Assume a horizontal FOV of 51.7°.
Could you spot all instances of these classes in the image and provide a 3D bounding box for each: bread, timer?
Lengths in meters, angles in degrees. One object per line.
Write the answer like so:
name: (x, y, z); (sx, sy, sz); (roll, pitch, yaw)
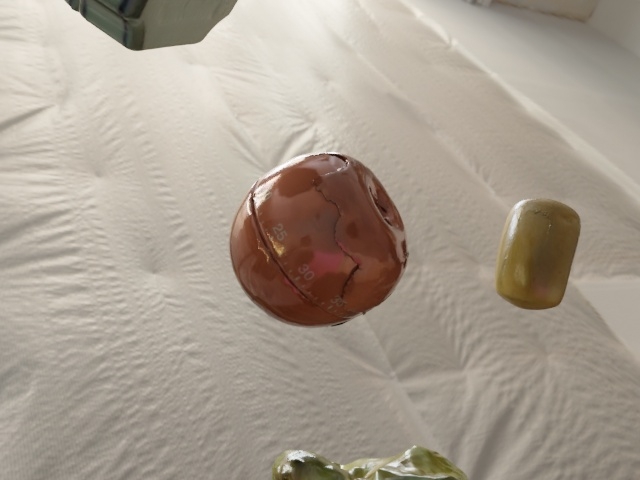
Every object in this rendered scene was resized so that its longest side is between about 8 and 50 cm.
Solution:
bread: (0.409, 0.024, 1.271); (0.147, 0.217, 0.098); (6, 171, 43)
timer: (0.000, 0.000, 0.884); (0.230, 0.215, 0.229); (40, -145, -35)

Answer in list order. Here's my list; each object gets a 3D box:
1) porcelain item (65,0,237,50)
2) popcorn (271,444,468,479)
porcelain item: (-0.174, -0.384, 0.790); (0.157, 0.281, 0.286); (38, -153, 2)
popcorn: (0.039, 0.335, 0.675); (0.277, 0.225, 0.276); (-5, 179, 0)
